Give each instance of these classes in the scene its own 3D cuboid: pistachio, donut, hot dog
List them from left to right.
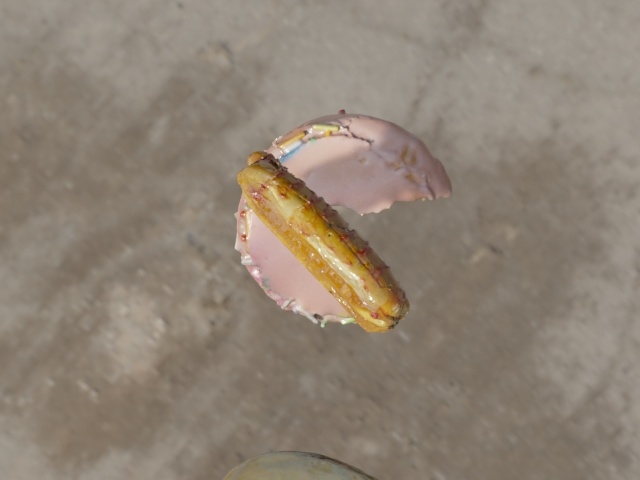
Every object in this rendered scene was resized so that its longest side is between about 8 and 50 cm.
[{"bbox_3d":[-0.008,0.263,1.787,0.186,0.108,0.126,11,94,2],"label":"pistachio"},{"bbox_3d":[0.001,-0.001,1.174,0.038,0.062,0.144,-41,76,-8],"label":"hot dog"},{"bbox_3d":[0.009,-0.035,1.979,0.233,0.199,0.085,-56,20,13],"label":"donut"}]
